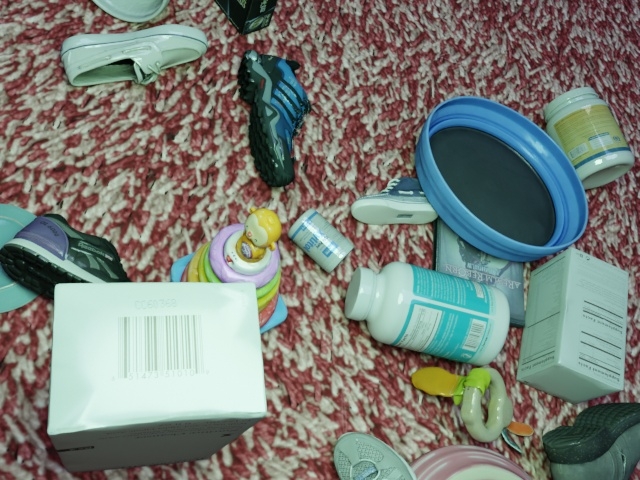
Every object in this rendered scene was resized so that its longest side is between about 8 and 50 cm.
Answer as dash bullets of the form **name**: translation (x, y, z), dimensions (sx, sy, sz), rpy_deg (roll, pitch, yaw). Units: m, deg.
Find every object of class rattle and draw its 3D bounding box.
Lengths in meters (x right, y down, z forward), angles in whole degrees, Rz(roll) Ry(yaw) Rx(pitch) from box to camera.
- **rattle**: translation (0.271, 0.304, 1.112), dimensions (0.200, 0.143, 0.130), rpy_deg (39, 42, -42)

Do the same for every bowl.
- **bowl**: translation (0.370, -0.129, 1.299), dimensions (0.391, 0.077, 0.391), rpy_deg (13, 53, -19)

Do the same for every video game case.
- **video game case**: translation (0.319, 0.027, 1.266), dimensions (0.196, 0.026, 0.274), rpy_deg (14, 60, -13)

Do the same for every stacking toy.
- **stacking toy**: translation (-0.116, 0.037, 0.940), dimensions (0.166, 0.302, 0.175), rpy_deg (-22, 75, -28)

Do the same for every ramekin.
- **ramekin**: translation (-0.359, -0.536, 1.195), dimensions (0.207, 0.207, 0.109), rpy_deg (29, 50, -4)

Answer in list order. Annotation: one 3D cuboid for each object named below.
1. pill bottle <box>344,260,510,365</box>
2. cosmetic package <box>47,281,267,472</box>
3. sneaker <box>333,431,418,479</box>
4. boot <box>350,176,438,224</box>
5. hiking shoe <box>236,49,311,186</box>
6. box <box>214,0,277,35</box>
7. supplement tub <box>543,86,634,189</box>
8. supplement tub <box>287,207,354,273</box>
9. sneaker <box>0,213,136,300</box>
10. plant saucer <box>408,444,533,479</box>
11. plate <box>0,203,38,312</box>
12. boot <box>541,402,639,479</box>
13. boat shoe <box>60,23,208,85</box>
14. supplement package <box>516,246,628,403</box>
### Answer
- **pill bottle**: translation (0.180, 0.122, 1.093), dimensions (0.264, 0.146, 0.146), rpy_deg (16, 61, -9)
- **cosmetic package**: translation (-0.214, 0.186, 0.785), dimensions (0.217, 0.385, 0.156), rpy_deg (0, 64, -17)
- **sneaker**: translation (0.101, 0.387, 0.905), dimensions (0.105, 0.115, 0.281), rpy_deg (-40, 49, 0)
- **boot**: translation (0.139, -0.082, 1.235), dimensions (0.190, 0.069, 0.086), rpy_deg (4, 57, -27)
- **hiking shoe**: translation (-0.071, -0.243, 1.203), dimensions (0.132, 0.113, 0.304), rpy_deg (-3, 67, -21)
- **box**: translation (-0.168, -0.547, 1.297), dimensions (0.078, 0.147, 0.180), rpy_deg (-31, 79, -30)
- **supplement tub**: translation (0.603, -0.231, 1.424), dimensions (0.144, 0.144, 0.199), rpy_deg (-7, 68, -23)
- **supplement tub**: translation (0.000, 0.000, 1.135), dimensions (0.107, 0.071, 0.071), rpy_deg (42, 59, 5)
- **sneaker**: translation (-0.332, 0.055, 0.972), dimensions (0.283, 0.107, 0.124), rpy_deg (37, 39, -11)
- **plant saucer**: translation (0.253, 0.488, 0.981), dimensions (0.332, 0.084, 0.332), rpy_deg (8, 62, -16)
- **plate**: translation (-0.507, 0.022, 0.968), dimensions (0.188, 0.024, 0.188), rpy_deg (9, 63, -17)
- **boot**: translation (0.518, 0.420, 1.106), dimensions (0.338, 0.118, 0.222), rpy_deg (-8, 84, -33)
- **boat shoe**: translation (-0.337, -0.336, 1.165), dimensions (0.268, 0.096, 0.088), rpy_deg (-10, 73, -23)
- **supplement package**: translation (0.479, 0.163, 1.190), dimensions (0.134, 0.139, 0.244), rpy_deg (23, 61, -7)
